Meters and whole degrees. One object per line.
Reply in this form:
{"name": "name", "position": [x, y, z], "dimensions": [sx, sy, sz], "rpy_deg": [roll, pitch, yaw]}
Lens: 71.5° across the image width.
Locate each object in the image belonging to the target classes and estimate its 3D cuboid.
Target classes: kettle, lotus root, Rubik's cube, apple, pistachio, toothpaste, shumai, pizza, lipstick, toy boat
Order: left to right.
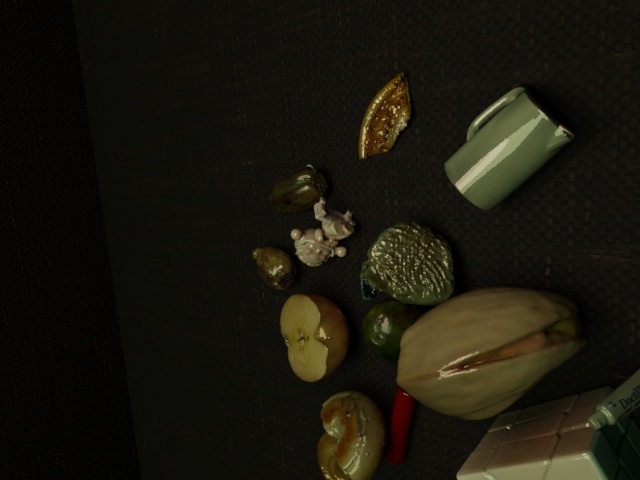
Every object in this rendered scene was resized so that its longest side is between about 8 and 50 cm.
{"name": "lotus root", "position": [-0.172, 0.090, 1.635], "dimensions": [0.214, 0.139, 0.138], "rpy_deg": [42, 123, 27]}
{"name": "lotus root", "position": [-0.075, -0.163, 1.499], "dimensions": [0.241, 0.123, 0.123], "rpy_deg": [-16, 60, 44]}
{"name": "apple", "position": [-0.001, 0.321, 1.516], "dimensions": [0.251, 0.163, 0.292], "rpy_deg": [-26, 69, 51]}
{"name": "toy boat", "position": [0.157, 0.121, 1.404], "dimensions": [0.061, 0.060, 0.136], "rpy_deg": [17, 105, 57]}
{"name": "pizza", "position": [0.183, -0.345, 1.282], "dimensions": [0.134, 0.056, 0.271], "rpy_deg": [57, 130, 26]}
{"name": "lipstick", "position": [0.256, 0.586, 1.419], "dimensions": [0.073, 0.073, 0.279], "rpy_deg": [20, 112, 36]}
{"name": "shumai", "position": [0.258, 0.078, 1.268], "dimensions": [0.261, 0.222, 0.225], "rpy_deg": [26, 78, 10]}
{"name": "pistachio", "position": [0.390, 0.259, 1.055], "dimensions": [0.446, 0.365, 0.281], "rpy_deg": [-24, 76, 14]}
{"name": "kettle", "position": [0.427, -0.231, 1.045], "dimensions": [0.255, 0.165, 0.240], "rpy_deg": [-49, 40, 35]}
{"name": "Rubik's cube", "position": [0.562, 0.565, 0.993], "dimensions": [0.319, 0.316, 0.321], "rpy_deg": [-38, 76, 39]}
{"name": "toothpaste", "position": [0.645, 0.319, 0.923], "dimensions": [0.067, 0.256, 0.037], "rpy_deg": [62, 157, 17]}

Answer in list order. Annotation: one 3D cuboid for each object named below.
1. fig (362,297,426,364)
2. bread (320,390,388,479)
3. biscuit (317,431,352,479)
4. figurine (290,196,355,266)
{"name": "fig", "position": [0.232, 0.282, 1.300], "dimensions": [0.196, 0.195, 0.244], "rpy_deg": [-20, 95, 41]}
{"name": "bread", "position": [0.125, 0.602, 1.454], "dimensions": [0.191, 0.171, 0.314], "rpy_deg": [-61, 25, 5]}
{"name": "biscuit", "position": [0.077, 0.792, 1.603], "dimensions": [0.213, 0.091, 0.273], "rpy_deg": [25, 117, 32]}
{"name": "figurine", "position": [-0.006, -0.009, 1.455], "dimensions": [0.256, 0.182, 0.144], "rpy_deg": [-47, 54, 39]}
